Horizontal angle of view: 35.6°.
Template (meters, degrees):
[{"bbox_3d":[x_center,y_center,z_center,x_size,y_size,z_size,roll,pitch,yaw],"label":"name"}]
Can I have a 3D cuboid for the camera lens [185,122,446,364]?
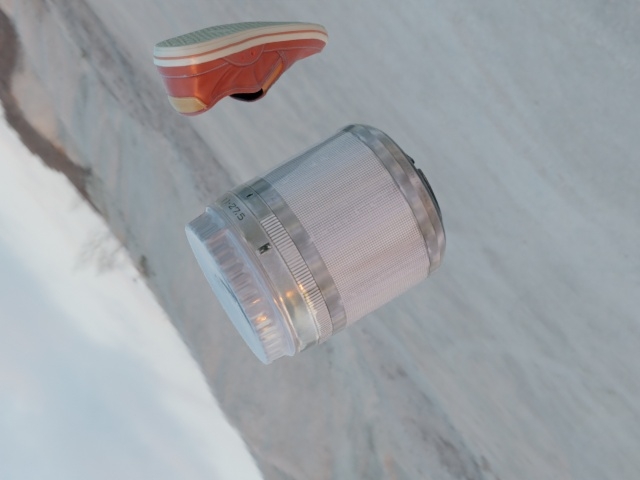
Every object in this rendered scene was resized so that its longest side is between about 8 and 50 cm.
[{"bbox_3d":[0.000,0.000,1.235,0.219,0.274,0.219,55,167,19],"label":"camera lens"}]

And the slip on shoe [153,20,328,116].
[{"bbox_3d":[-0.100,-0.241,1.351,0.123,0.331,0.101,6,112,31],"label":"slip on shoe"}]
